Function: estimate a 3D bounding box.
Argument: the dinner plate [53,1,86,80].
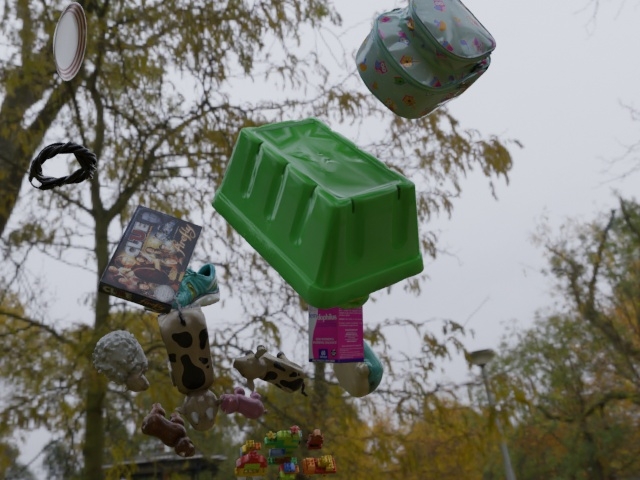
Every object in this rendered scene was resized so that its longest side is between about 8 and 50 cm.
[{"bbox_3d":[-0.462,-0.364,1.132,0.017,0.141,0.141,12,-27,-4],"label":"dinner plate"}]

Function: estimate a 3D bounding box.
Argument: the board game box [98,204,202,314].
[{"bbox_3d":[-0.388,0.039,1.435,0.165,0.243,0.042,19,-42,-9],"label":"board game box"}]

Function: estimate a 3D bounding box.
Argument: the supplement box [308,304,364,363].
[{"bbox_3d":[0.042,0.218,1.672,0.111,0.220,0.114,-9,-13,42],"label":"supplement box"}]

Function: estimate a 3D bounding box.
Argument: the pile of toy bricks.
[{"bbox_3d":[-0.071,0.428,1.286,0.212,0.118,0.105,3,-55,-15],"label":"pile of toy bricks"}]

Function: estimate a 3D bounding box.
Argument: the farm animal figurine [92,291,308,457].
[{"bbox_3d":[-0.212,0.258,1.176,0.330,0.327,0.172,-29,18,-12],"label":"farm animal figurine"}]

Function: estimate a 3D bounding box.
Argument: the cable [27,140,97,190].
[{"bbox_3d":[-0.601,-0.172,1.456,0.150,0.047,0.184,-3,-25,-34],"label":"cable"}]

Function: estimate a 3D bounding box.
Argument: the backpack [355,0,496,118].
[{"bbox_3d":[0.153,-0.279,0.922,0.188,0.166,0.144,-36,-4,-28],"label":"backpack"}]

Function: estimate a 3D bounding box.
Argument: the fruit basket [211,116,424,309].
[{"bbox_3d":[0.000,0.000,1.135,0.282,0.392,0.392,-17,-16,-33],"label":"fruit basket"}]

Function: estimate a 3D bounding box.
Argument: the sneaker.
[{"bbox_3d":[-0.360,0.127,1.611,0.107,0.110,0.275,7,13,22],"label":"sneaker"}]

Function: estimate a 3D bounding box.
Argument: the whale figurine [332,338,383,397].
[{"bbox_3d":[0.120,0.367,1.995,0.141,0.272,0.216,-18,18,-22],"label":"whale figurine"}]
